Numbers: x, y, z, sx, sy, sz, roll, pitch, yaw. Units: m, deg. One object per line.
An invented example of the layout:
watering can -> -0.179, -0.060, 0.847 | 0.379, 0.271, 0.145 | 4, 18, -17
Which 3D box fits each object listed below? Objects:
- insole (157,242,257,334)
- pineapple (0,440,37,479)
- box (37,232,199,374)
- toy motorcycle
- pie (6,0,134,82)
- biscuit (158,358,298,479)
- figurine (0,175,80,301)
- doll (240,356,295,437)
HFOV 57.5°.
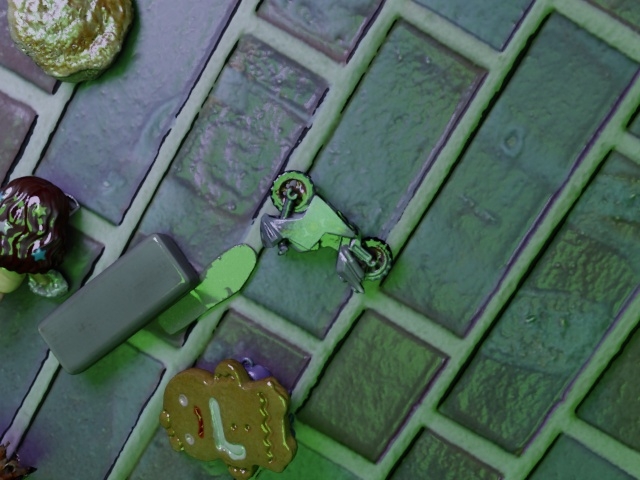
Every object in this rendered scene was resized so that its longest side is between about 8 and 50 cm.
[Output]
insole -> -0.173, 0.076, 0.900 | 0.192, 0.010, 0.063 | -39, 93, 8
pineapple -> -0.612, 0.298, 0.868 | 0.262, 0.262, 0.272 | -30, 84, 7
box -> -0.306, 0.096, 0.884 | 0.243, 0.055, 0.103 | -37, 86, 7
toy motorcycle -> 0.000, 0.000, 0.847 | 0.215, 0.080, 0.122 | 40, 98, -7
pie -> -0.349, -0.321, 0.823 | 0.163, 0.079, 0.194 | 14, 98, -9
biscuit -> -0.147, 0.263, 0.862 | 0.248, 0.035, 0.184 | 0, 100, 30
figurine -> -0.453, 0.016, 0.855 | 0.174, 0.116, 0.240 | 33, 99, -1
doll -> -0.091, 0.266, 0.896 | 0.109, 0.067, 0.206 | -6, 110, 15
